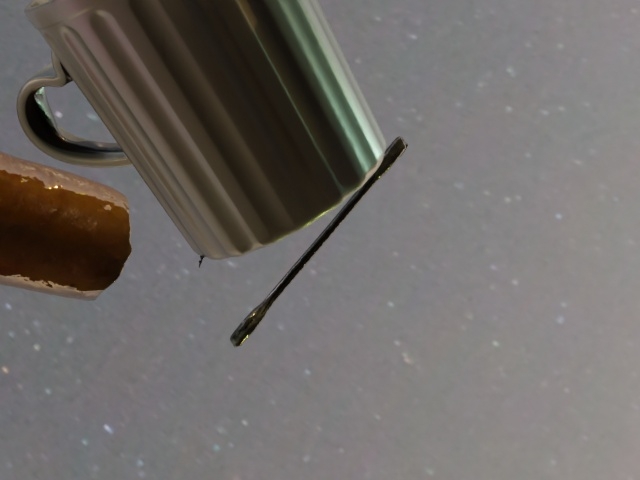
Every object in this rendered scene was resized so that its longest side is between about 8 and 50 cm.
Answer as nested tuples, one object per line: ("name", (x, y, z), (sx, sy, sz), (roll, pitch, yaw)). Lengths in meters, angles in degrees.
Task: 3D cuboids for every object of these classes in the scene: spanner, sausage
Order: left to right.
("sausage", (-0.265, -0.027, 1.005), (0.270, 0.109, 0.109), (17, -82, -38))
("spanner", (0.000, 0.000, 1.318), (0.015, 0.054, 0.254), (40, -96, 1))

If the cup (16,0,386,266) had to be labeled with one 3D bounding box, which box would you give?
("cup", (-0.081, -0.106, 0.928), (0.167, 0.221, 0.202), (-40, -70, -28))
